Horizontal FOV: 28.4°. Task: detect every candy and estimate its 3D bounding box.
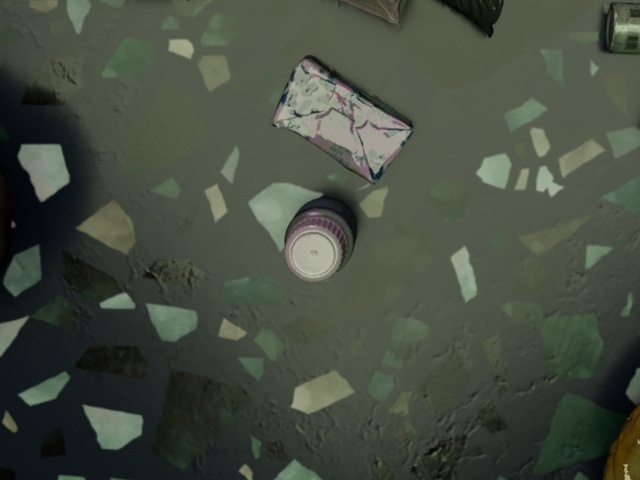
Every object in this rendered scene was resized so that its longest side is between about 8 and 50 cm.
[{"bbox_3d":[0.024,-0.143,1.518,0.160,0.073,0.092,32,101,-1],"label":"candy"}]

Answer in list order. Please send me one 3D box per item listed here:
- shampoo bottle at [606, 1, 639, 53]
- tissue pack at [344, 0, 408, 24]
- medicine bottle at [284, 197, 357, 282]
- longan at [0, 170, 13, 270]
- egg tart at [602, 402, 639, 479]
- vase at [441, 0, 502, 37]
[{"bbox_3d":[0.440,-0.247,1.477,0.204,0.065,0.065,2,99,4],"label":"shampoo bottle"},{"bbox_3d":[0.046,-0.382,1.376,0.185,0.124,0.225,24,82,10],"label":"tissue pack"},{"bbox_3d":[0.000,0.000,1.476,0.083,0.203,0.083,0,98,2],"label":"medicine bottle"},{"bbox_3d":[-0.579,-0.028,1.417,0.436,0.404,0.404,39,99,1],"label":"longan"},{"bbox_3d":[0.520,0.303,1.504,0.387,0.169,0.388,1,100,8],"label":"egg tart"},{"bbox_3d":[0.108,-0.331,1.472,0.237,0.115,0.115,21,100,4],"label":"vase"}]
